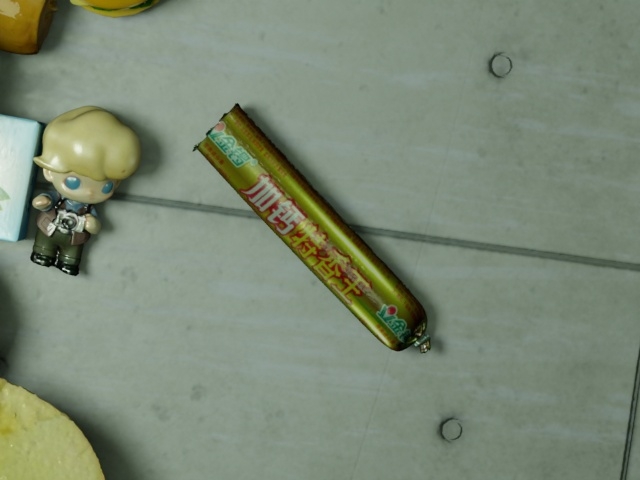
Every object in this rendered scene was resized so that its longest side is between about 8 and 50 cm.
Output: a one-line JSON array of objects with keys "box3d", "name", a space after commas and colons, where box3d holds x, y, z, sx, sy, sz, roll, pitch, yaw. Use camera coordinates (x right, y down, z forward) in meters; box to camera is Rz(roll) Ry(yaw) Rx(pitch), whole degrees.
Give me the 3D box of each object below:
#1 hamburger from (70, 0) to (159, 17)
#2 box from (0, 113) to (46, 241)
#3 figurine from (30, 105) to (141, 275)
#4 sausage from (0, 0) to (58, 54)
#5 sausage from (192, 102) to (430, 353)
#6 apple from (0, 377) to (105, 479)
[{"box3d": [-0.233, -0.335, 1.749, 0.162, 0.115, 0.162, 0, 92, -4], "name": "hamburger"}, {"box3d": [-0.443, -0.087, 1.763, 0.232, 0.083, 0.142, 11, 92, -6], "name": "box"}, {"box3d": [-0.281, -0.059, 1.769, 0.114, 0.108, 0.196, 21, 98, -9], "name": "figurine"}, {"box3d": [-0.458, -0.304, 1.736, 0.328, 0.112, 0.112, 21, 91, -5], "name": "sausage"}, {"box3d": [0.000, 0.000, 1.808, 0.082, 0.082, 0.371, -43, 96, -1], "name": "sausage"}, {"box3d": [-0.401, 0.307, 1.706, 0.309, 0.252, 0.314, 12, 114, -26], "name": "apple"}]
